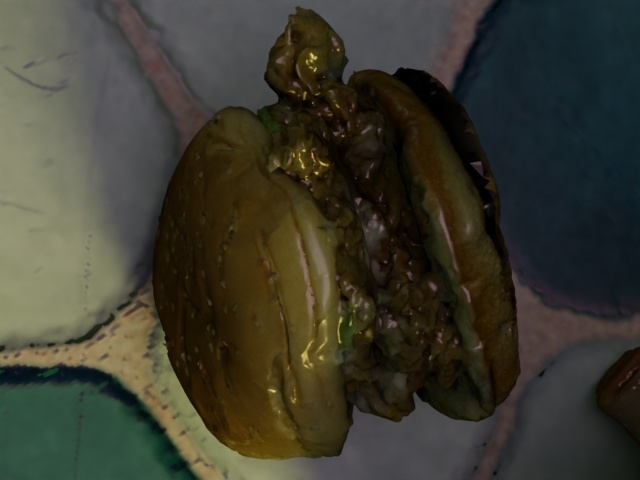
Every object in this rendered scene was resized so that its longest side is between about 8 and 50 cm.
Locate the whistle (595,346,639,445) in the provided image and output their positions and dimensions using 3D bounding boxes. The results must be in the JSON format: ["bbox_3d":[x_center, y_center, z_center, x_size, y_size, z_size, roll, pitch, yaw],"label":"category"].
[{"bbox_3d":[0.218,0.133,0.668,0.220,0.057,0.107,41,90,-4],"label":"whistle"}]

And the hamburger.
[{"bbox_3d":[0.000,0.000,0.566,0.131,0.159,0.185,-9,107,-13],"label":"hamburger"}]
